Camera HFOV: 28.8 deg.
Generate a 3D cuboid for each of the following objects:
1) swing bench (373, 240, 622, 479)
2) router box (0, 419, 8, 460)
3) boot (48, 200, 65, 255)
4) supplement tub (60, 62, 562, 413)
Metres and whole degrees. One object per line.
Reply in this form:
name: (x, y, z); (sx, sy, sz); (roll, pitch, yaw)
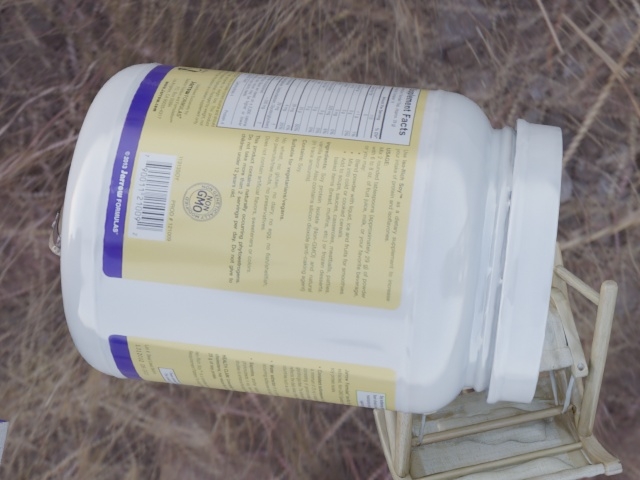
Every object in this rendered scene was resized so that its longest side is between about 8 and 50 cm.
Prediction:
swing bench: (0.199, 0.160, 1.454); (0.253, 0.165, 0.255); (-10, 110, -12)
router box: (-0.471, 0.349, 1.391); (0.082, 0.335, 0.301); (10, 85, 7)
boot: (-0.228, -0.022, 1.174); (0.042, 0.118, 0.087); (33, 109, -11)
supplement tub: (0.000, 0.000, 0.925); (0.331, 0.241, 0.241); (6, 109, 6)
